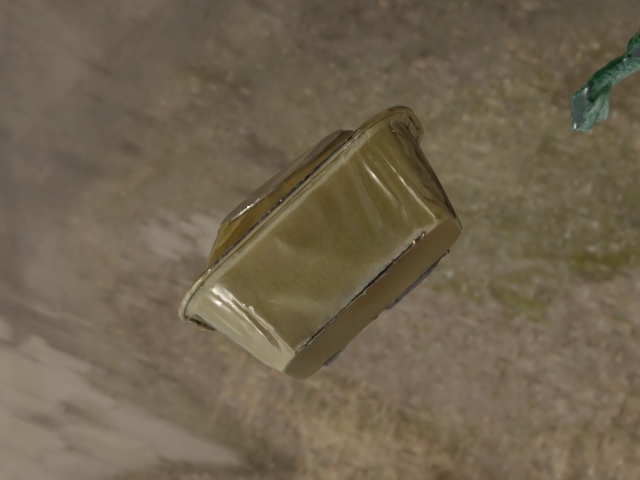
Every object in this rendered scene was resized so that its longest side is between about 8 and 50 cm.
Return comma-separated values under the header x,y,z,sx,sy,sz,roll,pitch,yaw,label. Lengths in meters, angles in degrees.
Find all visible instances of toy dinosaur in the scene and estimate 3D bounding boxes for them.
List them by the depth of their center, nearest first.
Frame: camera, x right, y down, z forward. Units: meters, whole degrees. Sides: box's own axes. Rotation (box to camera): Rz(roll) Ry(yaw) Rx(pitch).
x,y,z,sx,sy,sz,roll,pitch,yaw,label
0.388,-0.233,1.451,0.076,0.383,0.129,51,-151,10,toy dinosaur

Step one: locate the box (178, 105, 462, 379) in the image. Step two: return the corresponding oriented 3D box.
x,y,z,sx,sy,sz,roll,pitch,yaw,label
0.000,0.000,0.885,0.111,0.177,0.111,48,-177,-4,box
